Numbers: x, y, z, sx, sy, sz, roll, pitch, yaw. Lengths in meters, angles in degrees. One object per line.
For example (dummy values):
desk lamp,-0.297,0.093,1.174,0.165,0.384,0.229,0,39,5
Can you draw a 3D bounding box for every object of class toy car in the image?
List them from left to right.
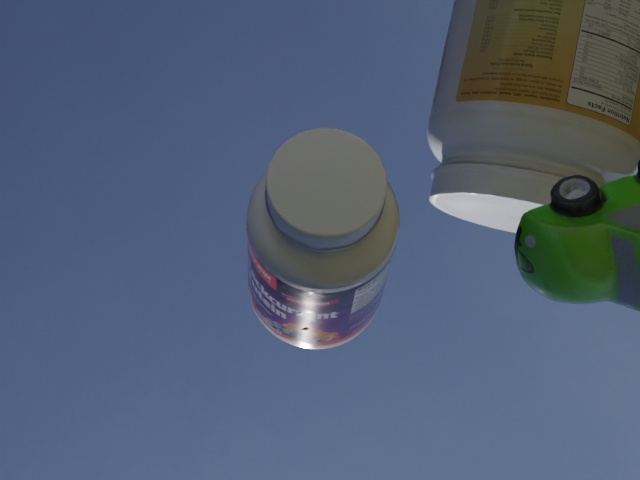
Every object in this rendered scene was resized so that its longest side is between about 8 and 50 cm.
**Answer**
toy car,0.202,-0.016,0.521,0.053,0.224,0.239,-115,7,-51

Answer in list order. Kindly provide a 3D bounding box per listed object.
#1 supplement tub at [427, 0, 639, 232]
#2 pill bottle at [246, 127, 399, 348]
supplement tub,0.241,-0.175,1.209,0.228,0.228,0.316,19,-99,-39
pill bottle,0.000,0.000,0.820,0.108,0.193,0.108,1,-114,-2
